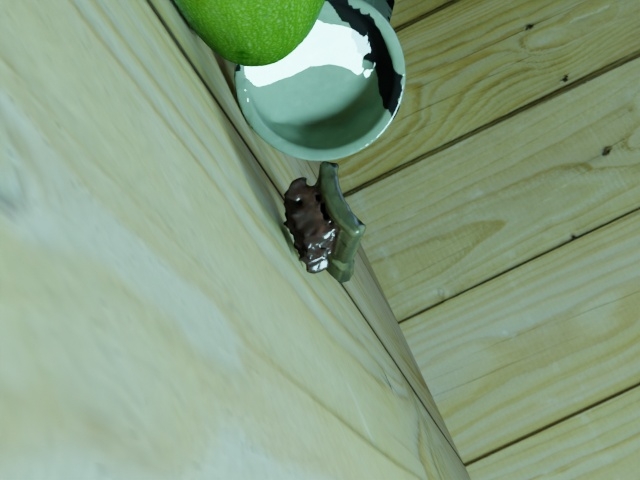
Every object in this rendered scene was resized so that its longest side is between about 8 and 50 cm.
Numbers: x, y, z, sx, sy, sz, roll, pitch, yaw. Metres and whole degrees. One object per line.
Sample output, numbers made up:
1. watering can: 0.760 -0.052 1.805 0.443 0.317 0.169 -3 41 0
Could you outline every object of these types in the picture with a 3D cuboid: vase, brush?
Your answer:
1. vase: -0.005 -0.169 0.800 0.360 0.165 0.165 -96 160 -68
2. brush: 0.000 0.000 0.582 0.248 0.036 0.043 94 -24 -83

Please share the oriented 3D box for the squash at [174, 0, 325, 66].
1. squash: -0.057 -0.183 0.417 0.107 0.107 0.395 65 4 16
